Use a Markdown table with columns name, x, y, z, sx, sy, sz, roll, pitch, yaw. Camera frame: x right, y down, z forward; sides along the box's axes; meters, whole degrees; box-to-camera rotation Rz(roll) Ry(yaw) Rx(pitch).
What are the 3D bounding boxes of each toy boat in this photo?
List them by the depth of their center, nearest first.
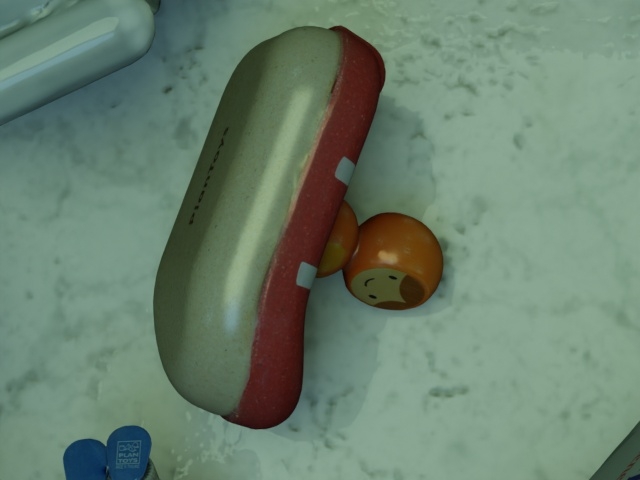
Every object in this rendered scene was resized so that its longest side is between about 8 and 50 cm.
| name | x | y | z | sx | sy | sz | roll | pitch | yaw |
| --- | --- | --- | --- | --- | --- | --- | --- | --- | --- |
| toy boat | 0.000 | 0.000 | 1.036 | 0.151 | 0.151 | 0.231 | 21 | 85 | -15 |

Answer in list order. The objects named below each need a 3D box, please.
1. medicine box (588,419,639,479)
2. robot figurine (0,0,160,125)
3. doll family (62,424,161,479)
| name | x | y | z | sx | sy | sz | roll | pitch | yaw |
| --- | --- | --- | --- | --- | --- | --- | --- | --- | --- |
| medicine box | 0.224 | 0.226 | 0.806 | 0.289 | 0.149 | 0.263 | 45 | 54 | 4 |
| robot figurine | -0.194 | -0.194 | 1.060 | 0.353 | 0.200 | 0.300 | -28 | 59 | 6 |
| doll family | -0.186 | 0.197 | 1.018 | 0.263 | 0.163 | 0.118 | -4 | 60 | 7 |
